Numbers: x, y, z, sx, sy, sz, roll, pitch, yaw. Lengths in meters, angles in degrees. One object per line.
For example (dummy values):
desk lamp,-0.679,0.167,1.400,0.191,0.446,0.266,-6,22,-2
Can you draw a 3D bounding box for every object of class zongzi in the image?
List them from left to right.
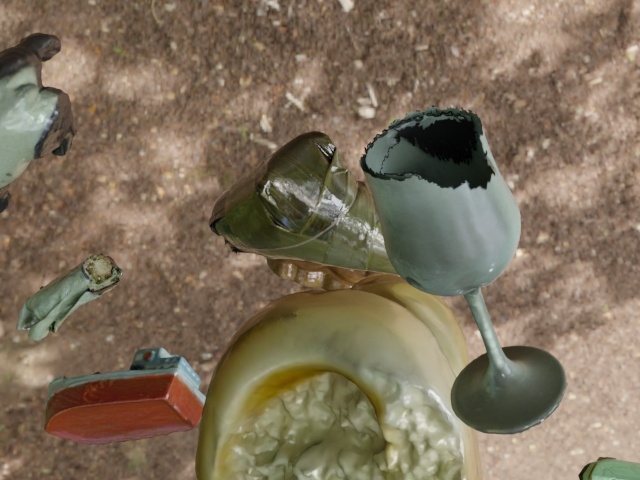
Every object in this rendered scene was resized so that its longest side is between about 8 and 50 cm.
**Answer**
zongzi,0.000,0.000,1.361,0.317,0.154,0.289,40,154,-13

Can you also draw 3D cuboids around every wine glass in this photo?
wine glass,0.087,0.021,0.508,0.079,0.079,0.195,-15,123,16

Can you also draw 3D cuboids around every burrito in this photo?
burrito,-0.240,0.056,0.806,0.118,0.074,0.044,-31,98,22

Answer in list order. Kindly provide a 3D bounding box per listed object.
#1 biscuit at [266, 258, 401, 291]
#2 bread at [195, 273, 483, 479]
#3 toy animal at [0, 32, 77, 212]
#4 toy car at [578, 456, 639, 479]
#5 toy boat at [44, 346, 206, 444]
biscuit,0.048,0.054,1.520,0.295,0.186,0.044,10,107,-30
bread,0.062,0.244,0.793,0.245,0.424,0.329,-16,-168,-37
toy animal,-0.293,-0.072,0.745,0.225,0.121,0.094,-37,106,21
toy car,0.368,0.278,0.925,0.186,0.093,0.058,8,159,-8
toy boat,-0.364,0.273,1.554,0.332,0.133,0.145,-12,134,23
